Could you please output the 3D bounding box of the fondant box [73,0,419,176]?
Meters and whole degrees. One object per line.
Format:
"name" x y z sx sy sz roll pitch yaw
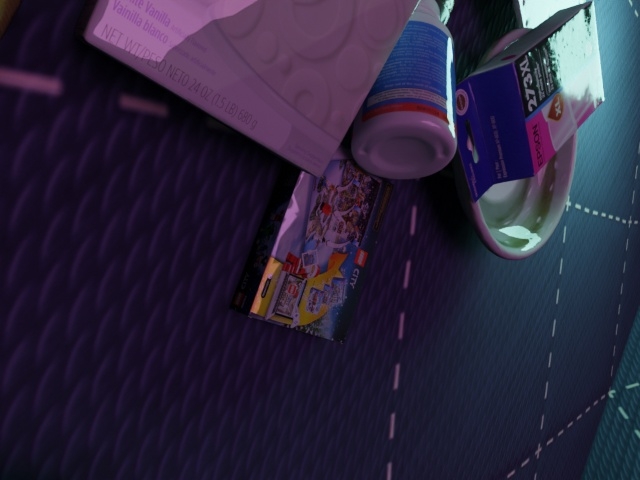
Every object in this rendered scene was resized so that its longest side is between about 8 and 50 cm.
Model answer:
"fondant box" -0.025 -0.259 0.367 0.238 0.096 0.330 24 98 -40

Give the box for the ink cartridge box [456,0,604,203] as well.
"ink cartridge box" 0.339 -0.226 0.643 0.371 0.069 0.175 -38 118 -25

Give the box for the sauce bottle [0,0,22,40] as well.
"sauce bottle" -0.219 -0.243 0.257 0.111 0.111 0.344 29 74 -39

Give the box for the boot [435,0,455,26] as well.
"boot" 0.143 -0.461 0.553 0.264 0.096 0.280 34 73 -38

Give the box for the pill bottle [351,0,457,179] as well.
"pill bottle" 0.106 -0.200 0.514 0.124 0.124 0.221 25 62 -40

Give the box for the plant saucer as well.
"plant saucer" 0.347 -0.167 0.757 0.400 0.100 0.400 -7 101 -37

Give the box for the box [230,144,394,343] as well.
"box" 0.000 0.000 0.518 0.159 0.044 0.233 28 77 -40

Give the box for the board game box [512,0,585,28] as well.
"board game box" 0.436 -0.536 0.799 0.390 0.050 0.390 47 65 -42
